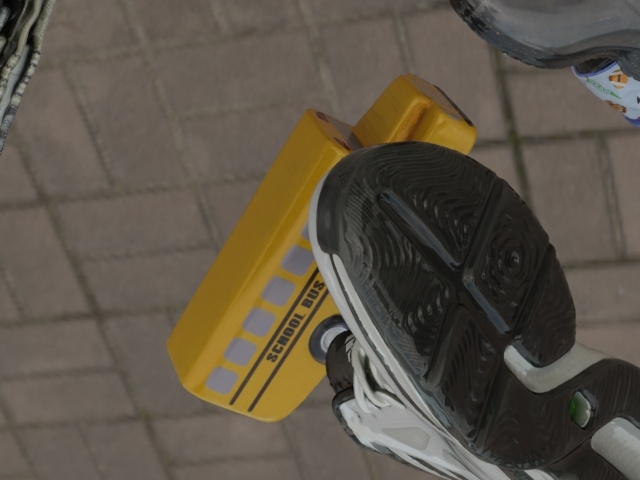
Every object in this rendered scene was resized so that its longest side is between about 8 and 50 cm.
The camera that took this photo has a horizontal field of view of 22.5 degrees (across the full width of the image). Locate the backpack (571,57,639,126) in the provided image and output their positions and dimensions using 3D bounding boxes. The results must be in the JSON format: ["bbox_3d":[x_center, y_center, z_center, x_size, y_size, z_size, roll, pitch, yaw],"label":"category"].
[{"bbox_3d":[0.395,-0.248,1.820,0.213,0.263,0.276,36,118,-8],"label":"backpack"}]

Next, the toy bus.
[{"bbox_3d":[0.000,0.000,1.449,0.130,0.108,0.333,24,108,-26],"label":"toy bus"}]

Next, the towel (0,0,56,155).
[{"bbox_3d":[-0.241,-0.062,1.129,0.056,0.324,0.312,21,97,-12],"label":"towel"}]

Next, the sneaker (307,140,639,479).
[{"bbox_3d":[0.064,0.089,1.183,0.257,0.169,0.447,2,149,40],"label":"sneaker"}]

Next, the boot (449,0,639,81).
[{"bbox_3d":[0.295,-0.270,1.524,0.338,0.118,0.223,3,138,-35],"label":"boot"}]
